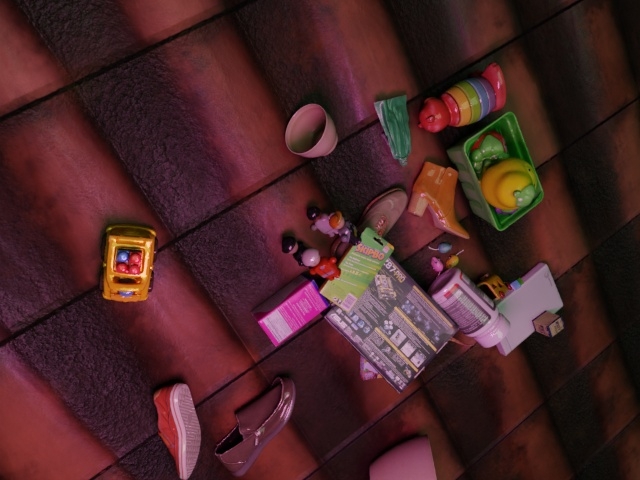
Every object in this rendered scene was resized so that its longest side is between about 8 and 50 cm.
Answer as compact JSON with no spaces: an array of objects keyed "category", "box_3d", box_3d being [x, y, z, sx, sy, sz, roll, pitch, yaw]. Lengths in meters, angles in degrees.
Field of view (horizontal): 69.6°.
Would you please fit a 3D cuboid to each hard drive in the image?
[{"category":"hard drive","box_3d":[0.852,0.287,1.933,0.353,0.047,0.233,-35,110,-13]}]

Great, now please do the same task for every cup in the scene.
[{"category":"cup","box_3d":[0.311,0.909,1.702,0.236,0.331,0.331,-10,104,7]}]

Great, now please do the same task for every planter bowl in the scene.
[{"category":"planter bowl","box_3d":[-0.014,-0.327,1.438,0.109,0.162,0.162,21,91,-50]}]

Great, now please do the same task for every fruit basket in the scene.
[{"category":"fruit basket","box_3d":[0.643,-0.226,1.594,0.283,0.392,0.392,-35,110,-13]}]

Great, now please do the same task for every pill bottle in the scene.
[{"category":"pill bottle","box_3d":[0.542,0.248,1.686,0.283,0.161,0.161,44,81,-3]}]

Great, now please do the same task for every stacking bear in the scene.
[{"category":"stacking bear","box_3d":[0.477,-0.474,1.606,0.289,0.175,0.164,-25,100,-6]}]

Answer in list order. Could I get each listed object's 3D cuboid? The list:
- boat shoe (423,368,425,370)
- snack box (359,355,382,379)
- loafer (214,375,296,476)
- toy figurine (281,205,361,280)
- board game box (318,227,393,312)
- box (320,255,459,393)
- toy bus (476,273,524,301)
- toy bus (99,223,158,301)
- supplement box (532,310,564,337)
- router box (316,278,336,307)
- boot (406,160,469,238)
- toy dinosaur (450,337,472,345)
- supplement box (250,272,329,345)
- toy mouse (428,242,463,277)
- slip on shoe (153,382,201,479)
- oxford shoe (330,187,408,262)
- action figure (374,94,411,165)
[{"category":"boat shoe","box_3d":[0.358,0.407,1.744,0.072,0.068,0.190,0,105,20]},{"category":"snack box","box_3d":[0.218,0.458,1.712,0.141,0.037,0.100,-2,98,-22]},{"category":"loafer","box_3d":[-0.215,0.599,1.510,0.130,0.134,0.366,37,84,-23]},{"category":"toy figurine","box_3d":[0.000,0.000,1.454,0.148,0.213,0.210,37,85,-34]},{"category":"board game box","box_3d":[0.117,0.093,1.479,0.124,0.039,0.259,37,90,-16]},{"category":"box","box_3d":[0.244,0.283,1.620,0.395,0.097,0.318,45,83,-8]},{"category":"toy bus","box_3d":[0.671,0.184,1.809,0.191,0.202,0.104,-32,79,-7]},{"category":"toy bus","box_3d":[-0.524,0.078,1.260,0.149,0.211,0.220,5,98,-24]},{"category":"supplement box","box_3d":[0.946,0.346,1.910,0.083,0.083,0.056,-31,109,-14]},{"category":"router box","box_3d":[0.063,0.154,1.542,0.122,0.092,0.038,-30,152,-2]},{"category":"boot","box_3d":[0.465,-0.147,1.676,0.295,0.104,0.211,25,89,-19]},{"category":"toy dinosaur","box_3d":[0.469,0.361,1.748,0.211,0.112,0.064,22,99,15]},{"category":"supplement box","box_3d":[-0.101,0.223,1.506,0.220,0.111,0.114,-35,109,-13]},{"category":"toy mouse","box_3d":[0.466,0.063,1.749,0.143,0.031,0.161,38,84,-23]},{"category":"slip on shoe","box_3d":[-0.449,0.596,1.442,0.101,0.123,0.332,-3,107,11]},{"category":"oxford shoe","box_3d":[0.192,-0.040,1.569,0.348,0.130,0.123,-48,112,-8]},{"category":"action figure","box_3d":[0.260,-0.368,1.578,0.137,0.063,0.232,-19,102,-20]}]
